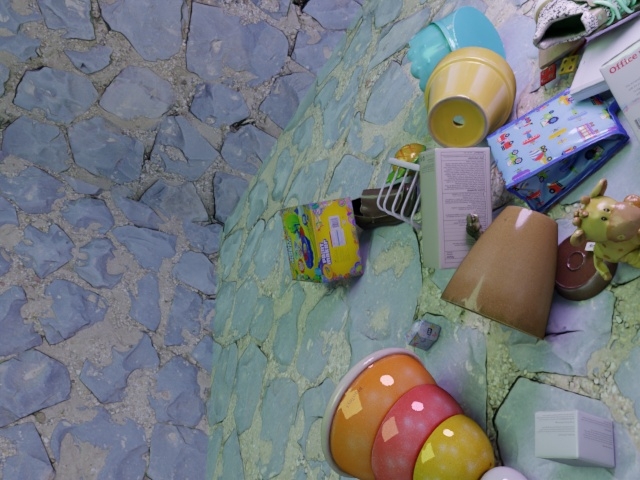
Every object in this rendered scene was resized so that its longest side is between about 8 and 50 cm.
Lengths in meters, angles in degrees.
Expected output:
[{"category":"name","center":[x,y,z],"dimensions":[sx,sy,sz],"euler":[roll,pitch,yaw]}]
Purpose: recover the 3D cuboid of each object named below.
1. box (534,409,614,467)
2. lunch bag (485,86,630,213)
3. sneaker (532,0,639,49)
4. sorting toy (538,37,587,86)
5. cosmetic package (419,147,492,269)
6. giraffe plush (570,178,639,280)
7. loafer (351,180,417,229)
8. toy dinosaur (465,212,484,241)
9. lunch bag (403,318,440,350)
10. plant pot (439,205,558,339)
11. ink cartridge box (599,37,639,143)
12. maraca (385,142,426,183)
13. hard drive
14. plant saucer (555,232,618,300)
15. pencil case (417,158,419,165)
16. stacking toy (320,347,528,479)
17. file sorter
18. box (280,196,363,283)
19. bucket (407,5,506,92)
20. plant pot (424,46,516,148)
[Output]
[{"category":"box","center":[0.476,0.374,1.062],"dimensions":[0.102,0.101,0.087],"euler":[-32,43,55]},{"category":"lunch bag","center":[0.577,-0.245,1.363],"dimensions":[0.293,0.138,0.221],"euler":[-40,33,31]},{"category":"sneaker","center":[0.666,-0.538,1.288],"dimensions":[0.410,0.158,0.182],"euler":[-15,38,53]},{"category":"sorting toy","center":[0.654,-0.530,1.513],"dimensions":[0.132,0.046,0.274],"euler":[-31,43,53]},{"category":"cosmetic package","center":[0.355,-0.084,1.480],"dimensions":[0.113,0.160,0.309],"euler":[-170,78,-76]},{"category":"giraffe plush","center":[0.571,-0.031,1.082],"dimensions":[0.210,0.170,0.181],"euler":[-20,51,46]},{"category":"loafer","center":[0.201,-0.122,2.008],"dimensions":[0.366,0.130,0.133],"euler":[-26,48,57]},{"category":"toy dinosaur","center":[0.452,0.045,1.389],"dimensions":[0.118,0.064,0.268],"euler":[-24,80,18]},{"category":"lunch bag","center":[0.287,0.262,1.582],"dimensions":[0.083,0.071,0.053],"euler":[-56,25,23]},{"category":"plant pot","center":[0.429,0.061,1.264],"dimensions":[0.254,0.237,0.237],"euler":[-67,24,-1]},{"category":"ink cartridge box","center":[0.677,-0.296,1.104],"dimensions":[0.154,0.093,0.212],"euler":[-37,73,50]},{"category":"maraca","center":[0.293,-0.263,1.946],"dimensions":[0.185,0.099,0.127],"euler":[-47,13,-9]},{"category":"hard drive","center":[0.718,-0.436,1.239],"dimensions":[0.307,0.040,0.203],"euler":[-16,40,58]},{"category":"plant saucer","center":[0.567,0.048,1.235],"dimensions":[0.168,0.029,0.168],"euler":[-44,34,40]},{"category":"pencil case","center":[0.378,-0.250,1.828],"dimensions":[0.152,0.070,0.064],"euler":[18,126,65]},{"category":"stacking toy","center":[0.261,0.485,1.263],"dimensions":[0.480,0.351,0.350],"euler":[25,93,49]},{"category":"file sorter","center":[0.313,-0.127,1.692],"dimensions":[0.173,0.193,0.278],"euler":[-70,20,8]},{"category":"box","center":[0.000,0.000,2.134],"dimensions":[0.279,0.177,0.289],"euler":[-4,96,64]},{"category":"bucket","center":[0.429,-0.575,1.763],"dimensions":[0.183,0.281,0.281],"euler":[-24,49,52]},{"category":"plant pot","center":[0.403,-0.375,1.568],"dimensions":[0.254,0.254,0.239],"euler":[-44,10,42]}]
